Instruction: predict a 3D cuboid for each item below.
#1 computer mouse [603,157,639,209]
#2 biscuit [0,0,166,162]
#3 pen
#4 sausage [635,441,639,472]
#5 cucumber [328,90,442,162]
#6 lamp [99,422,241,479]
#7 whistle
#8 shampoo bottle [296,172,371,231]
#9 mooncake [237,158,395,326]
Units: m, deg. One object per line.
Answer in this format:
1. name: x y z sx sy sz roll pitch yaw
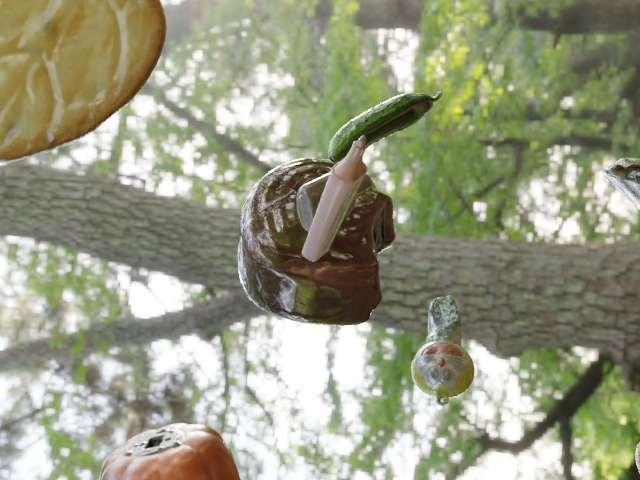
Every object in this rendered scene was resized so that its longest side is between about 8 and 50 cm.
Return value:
1. computer mouse: 0.448 -0.059 1.376 0.379 0.167 0.090 0 -84 -48
2. biscuit: -0.270 -0.188 1.072 0.260 0.203 0.041 -56 2 -7
3. pen: 0.022 -0.053 1.333 0.053 0.032 0.197 -40 -20 -43
4. sausage: 0.659 0.464 1.885 0.347 0.123 0.123 61 -169 18
5. cucumber: 0.101 -0.191 1.767 0.250 0.056 0.056 -30 -52 -30
6. lamp: -0.191 0.331 1.420 0.187 0.187 0.164 -42 -58 -64
7. whistle: 0.232 0.204 2.071 0.123 0.122 0.223 60 -149 -58
8. shampoo bottle: 0.025 -0.071 1.767 0.165 0.040 0.080 -28 -66 -47
9. mooncake: 0.000 0.000 1.987 0.326 0.334 0.174 -30 -38 -35
